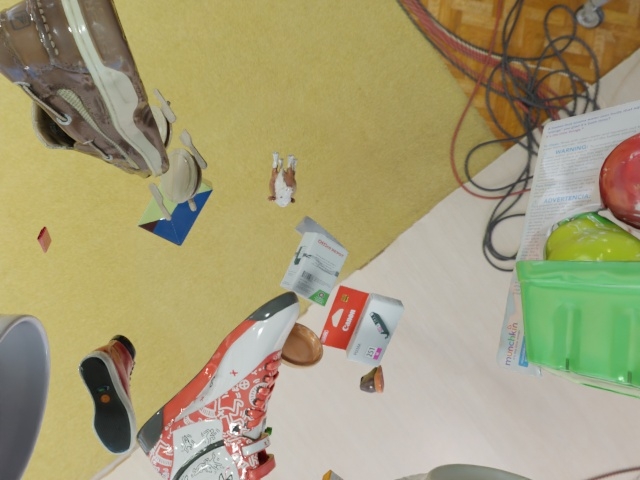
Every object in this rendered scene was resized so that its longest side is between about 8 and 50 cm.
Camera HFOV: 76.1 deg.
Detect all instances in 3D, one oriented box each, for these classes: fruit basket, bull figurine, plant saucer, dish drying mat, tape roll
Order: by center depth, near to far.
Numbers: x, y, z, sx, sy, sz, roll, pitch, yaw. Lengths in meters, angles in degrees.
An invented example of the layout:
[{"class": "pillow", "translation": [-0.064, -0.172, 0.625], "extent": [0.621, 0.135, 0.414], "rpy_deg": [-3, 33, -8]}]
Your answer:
[{"class": "fruit basket", "translation": [0.363, -0.007, 0.415], "extent": [0.165, 0.327, 0.353], "rpy_deg": [33, 70, -28]}, {"class": "dish drying mat", "translation": [-0.565, -0.001, 0.837], "extent": [0.008, 0.083, 0.032], "rpy_deg": [18, 64, -20]}, {"class": "plant saucer", "translation": [-0.088, 0.357, 1.382], "extent": [0.200, 0.200, 0.037], "rpy_deg": [23, 118, -6]}, {"class": "bull figurine", "translation": [-0.135, -0.219, 1.503], "extent": [0.101, 0.310, 0.188], "rpy_deg": [5, 94, -4]}, {"class": "tape roll", "translation": [0.000, 0.000, 1.591], "extent": [0.219, 0.219, 0.072], "rpy_deg": [42, 87, -6]}]

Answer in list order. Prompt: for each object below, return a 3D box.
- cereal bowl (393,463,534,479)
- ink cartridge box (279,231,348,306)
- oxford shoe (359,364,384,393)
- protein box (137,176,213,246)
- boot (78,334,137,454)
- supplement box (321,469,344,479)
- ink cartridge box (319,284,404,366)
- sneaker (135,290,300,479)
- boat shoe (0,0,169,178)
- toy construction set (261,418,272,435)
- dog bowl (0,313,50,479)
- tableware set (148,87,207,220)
[{"class": "cereal bowl", "translation": [0.186, 0.335, 0.423], "extent": [0.339, 0.339, 0.141], "rpy_deg": [9, 81, -6]}, {"class": "ink cartridge box", "translation": [-0.019, 0.094, 1.377], "extent": [0.153, 0.087, 0.208], "rpy_deg": [33, 76, -30]}, {"class": "oxford shoe", "translation": [0.216, 0.585, 1.732], "extent": [0.098, 0.271, 0.097], "rpy_deg": [-10, 78, 9]}, {"class": "protein box", "translation": [-0.439, -0.118, 1.258], "extent": [0.136, 0.201, 0.200], "rpy_deg": [29, 94, -20]}, {"class": "boot", "translation": [-0.467, 0.353, 0.967], "extent": [0.088, 0.176, 0.244], "rpy_deg": [-13, 95, -3]}, {"class": "supplement box", "translation": [0.046, 0.627, 1.010], "extent": [0.098, 0.062, 0.036], "rpy_deg": [38, 112, 0]}, {"class": "ink cartridge box", "translation": [0.143, 0.315, 1.494], "extent": [0.239, 0.060, 0.275], "rpy_deg": [15, 111, -9]}, {"class": "sneaker", "translation": [-0.085, 0.200, 0.496], "extent": [0.270, 0.090, 0.145], "rpy_deg": [-46, 75, 1]}, {"class": "boat shoe", "translation": [-0.201, -0.116, 0.360], "extent": [0.095, 0.257, 0.095], "rpy_deg": [-20, 83, -16]}, {"class": "toy construction set", "translation": [-0.300, 0.695, 1.703], "extent": [0.237, 0.257, 0.309], "rpy_deg": [10, 89, 3]}, {"class": "dog bowl", "translation": [-0.472, 0.232, 0.551], "extent": [0.104, 0.265, 0.265], "rpy_deg": [5, 92, -15]}, {"class": "tableware set", "translation": [-0.249, -0.144, 0.682], "extent": [0.128, 0.039, 0.194], "rpy_deg": [-45, 68, 26]}]
